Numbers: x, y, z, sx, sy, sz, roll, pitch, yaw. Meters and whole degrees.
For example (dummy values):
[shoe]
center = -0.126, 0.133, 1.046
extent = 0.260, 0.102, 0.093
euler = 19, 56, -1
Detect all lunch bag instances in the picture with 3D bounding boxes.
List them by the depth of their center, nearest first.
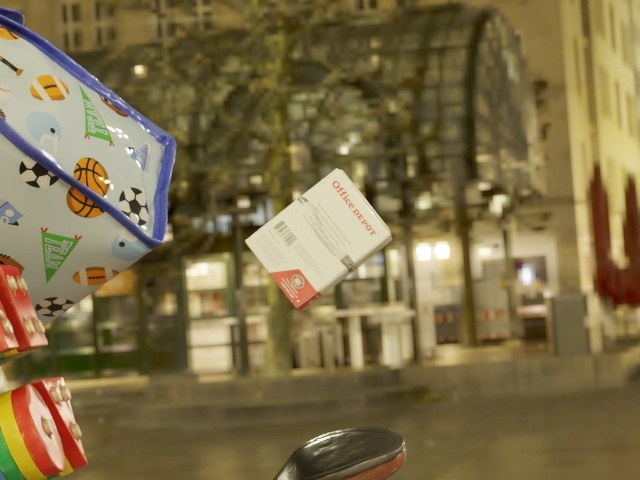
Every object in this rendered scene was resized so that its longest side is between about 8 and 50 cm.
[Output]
[lunch bag]
center = -0.418, -0.092, 1.793
extent = 0.328, 0.239, 0.385
euler = -36, -55, 28

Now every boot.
[boot]
center = 0.027, 0.375, 1.745
extent = 0.264, 0.280, 0.096
euler = -30, 22, -2

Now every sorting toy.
[sorting toy]
center = -0.310, 0.138, 1.463
extent = 0.089, 0.255, 0.257
euler = -23, -3, -1

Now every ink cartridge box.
[ink cartridge box]
center = 0.000, 0.000, 1.697
extent = 0.135, 0.099, 0.056
euler = -38, -10, 0
